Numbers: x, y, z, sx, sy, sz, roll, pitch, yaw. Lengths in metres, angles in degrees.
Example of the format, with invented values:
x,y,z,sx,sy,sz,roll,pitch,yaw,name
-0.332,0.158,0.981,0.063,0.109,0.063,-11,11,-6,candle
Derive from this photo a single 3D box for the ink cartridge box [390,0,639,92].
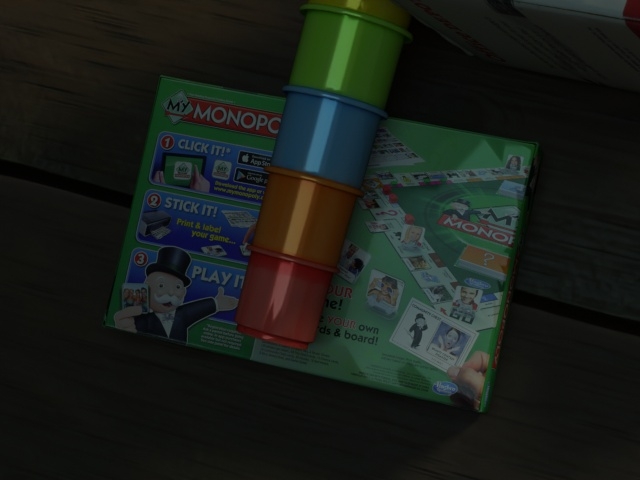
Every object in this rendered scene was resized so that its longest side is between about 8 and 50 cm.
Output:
x,y,z,sx,sy,sz,roll,pitch,yaw,name
0.199,-0.184,1.119,0.273,0.197,0.114,16,86,35,ink cartridge box

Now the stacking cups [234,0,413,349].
x,y,z,sx,sy,sz,roll,pitch,yaw,name
-0.003,-0.078,1.207,0.096,0.096,0.316,17,89,16,stacking cups

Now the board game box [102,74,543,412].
x,y,z,sx,sy,sz,roll,pitch,yaw,name
0.000,0.000,1.266,0.317,0.046,0.214,12,86,16,board game box
